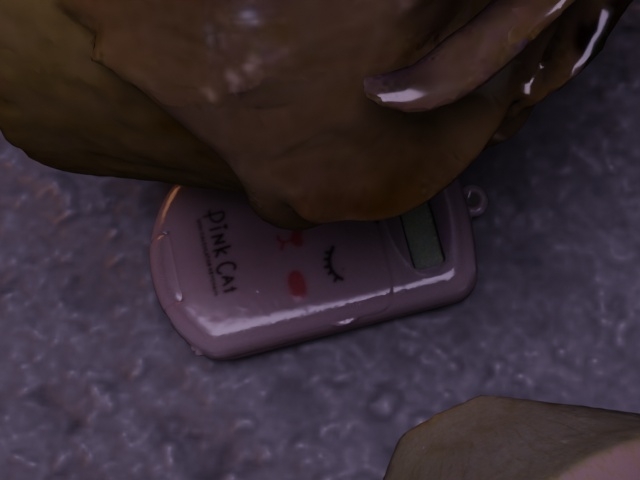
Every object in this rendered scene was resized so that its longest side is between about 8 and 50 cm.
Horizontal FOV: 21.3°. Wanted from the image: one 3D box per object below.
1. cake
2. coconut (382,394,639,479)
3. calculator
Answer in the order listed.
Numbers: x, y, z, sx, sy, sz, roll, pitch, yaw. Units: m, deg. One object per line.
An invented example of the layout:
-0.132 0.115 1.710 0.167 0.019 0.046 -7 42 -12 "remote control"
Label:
0.035 -0.165 0.742 0.321 0.332 0.332 9 71 22 "cake"
0.116 0.160 0.686 0.197 0.237 0.237 -28 68 -9 "coconut"
0.000 0.000 0.859 0.175 0.032 0.100 -15 68 2 "calculator"
